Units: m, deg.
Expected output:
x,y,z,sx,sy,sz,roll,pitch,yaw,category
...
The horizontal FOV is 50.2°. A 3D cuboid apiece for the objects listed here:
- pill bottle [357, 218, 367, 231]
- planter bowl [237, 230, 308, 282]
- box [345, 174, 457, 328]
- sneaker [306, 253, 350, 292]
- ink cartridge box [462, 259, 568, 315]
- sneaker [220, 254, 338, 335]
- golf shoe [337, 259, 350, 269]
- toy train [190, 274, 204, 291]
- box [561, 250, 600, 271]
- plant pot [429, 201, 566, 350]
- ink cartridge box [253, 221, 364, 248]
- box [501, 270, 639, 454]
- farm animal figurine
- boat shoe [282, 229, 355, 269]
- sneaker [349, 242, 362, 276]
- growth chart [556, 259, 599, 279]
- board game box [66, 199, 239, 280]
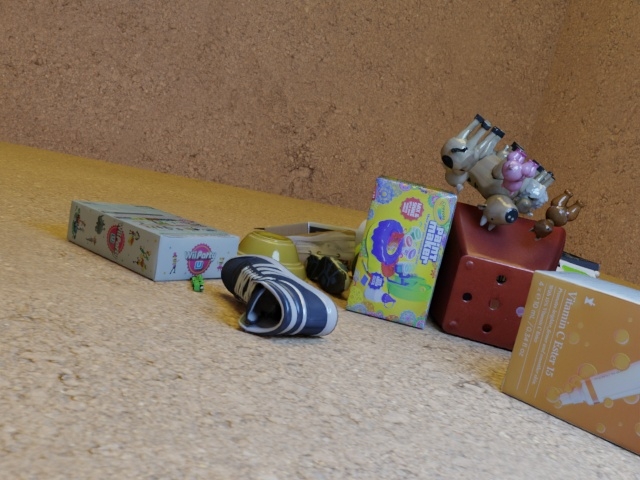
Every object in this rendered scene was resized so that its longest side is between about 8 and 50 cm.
x,y,z,sx,sy,sz,roll,pitch,yaw,category
0.235,-0.001,2.352,0.208,0.119,0.119,19,10,38,pill bottle
-0.125,0.031,1.644,0.217,0.091,0.217,13,7,-2,planter bowl
0.183,0.013,1.551,0.176,0.290,0.279,14,7,5,box
0.034,0.075,1.629,0.081,0.080,0.211,9,10,-20,sneaker
0.463,0.107,1.761,0.370,0.176,0.069,10,9,-22,ink cartridge box
-0.116,0.090,1.214,0.282,0.099,0.153,23,11,38,sneaker
0.042,0.052,1.880,0.085,0.068,0.186,4,-3,10,golf shoe
-0.243,0.083,1.349,0.023,0.017,0.083,0,11,-14,toy train
0.602,0.091,2.099,0.343,0.179,0.312,10,10,-19,box
0.380,0.098,1.504,0.267,0.268,0.236,15,21,9,plant pot
0.000,0.000,2.064,0.303,0.072,0.307,7,-8,-34,ink cartridge box
0.493,0.196,1.061,0.345,0.215,0.168,20,10,41,box
0.371,-0.125,1.452,0.330,0.172,0.327,37,19,-13,farm animal figurine
-0.037,0.032,1.774,0.276,0.096,0.098,-7,-5,31,boat shoe
0.186,0.009,1.750,0.111,0.300,0.121,35,23,-11,sneaker
0.678,0.130,1.699,0.171,0.021,0.237,12,32,-23,growth chart
-0.362,-0.004,1.476,0.303,0.098,0.224,17,10,36,board game box
